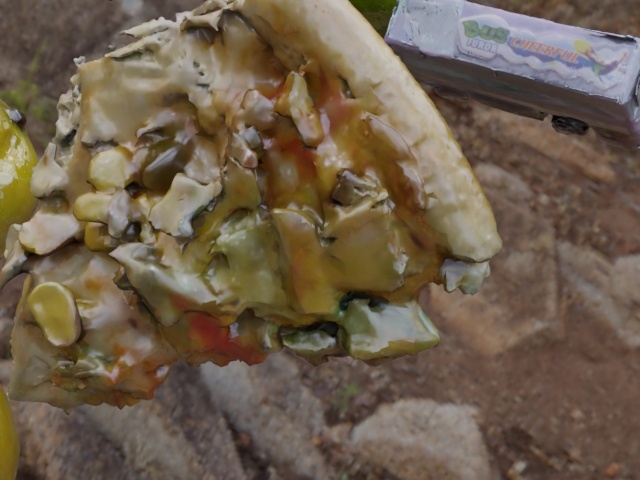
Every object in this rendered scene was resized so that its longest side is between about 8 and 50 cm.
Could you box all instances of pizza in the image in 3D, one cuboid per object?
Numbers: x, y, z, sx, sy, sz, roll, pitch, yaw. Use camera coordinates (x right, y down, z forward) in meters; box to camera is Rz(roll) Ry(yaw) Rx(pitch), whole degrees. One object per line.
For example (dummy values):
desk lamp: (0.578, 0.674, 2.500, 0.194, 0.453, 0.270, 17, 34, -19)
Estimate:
pizza: (-0.051, -0.008, 0.466, 0.069, 0.226, 0.147, -45, 119, -65)

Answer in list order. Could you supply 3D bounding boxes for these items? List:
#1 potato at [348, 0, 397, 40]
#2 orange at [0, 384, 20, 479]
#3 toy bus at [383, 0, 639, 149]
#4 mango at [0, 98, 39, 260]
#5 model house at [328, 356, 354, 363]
potato: (0.056, -0.322, 1.595, 0.253, 0.186, 0.149, 15, 57, -13)
orange: (-0.484, 0.247, 1.429, 0.235, 0.279, 0.279, 31, 18, -50)
toy bus: (0.220, -0.201, 1.401, 0.316, 0.113, 0.138, 18, -6, 24)
mango: (-0.505, -0.035, 1.364, 0.221, 0.445, 0.301, 60, 28, -31)
model house: (-0.025, -0.007, 1.348, 0.202, 0.237, 0.237, 16, -15, 8)
